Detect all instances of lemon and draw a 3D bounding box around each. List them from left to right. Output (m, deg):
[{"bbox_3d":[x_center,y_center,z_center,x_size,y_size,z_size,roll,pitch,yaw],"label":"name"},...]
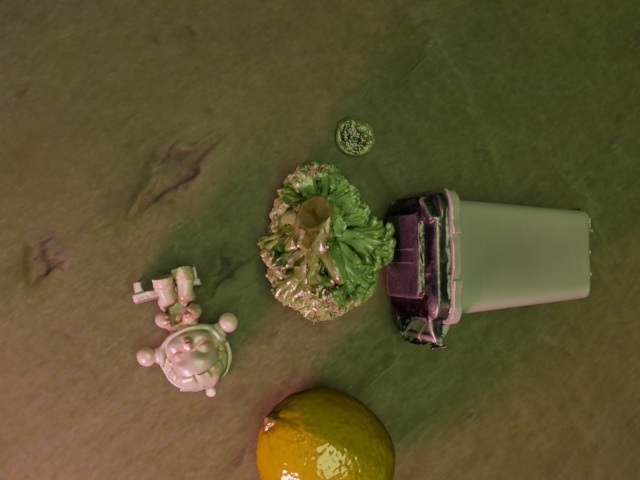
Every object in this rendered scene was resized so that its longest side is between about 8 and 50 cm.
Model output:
[{"bbox_3d":[0.009,0.406,1.658,0.267,0.267,0.268,0,89,-10],"label":"lemon"}]

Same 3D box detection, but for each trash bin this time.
[{"bbox_3d":[0.327,0.052,1.729,0.367,0.256,0.296,0,88,-18],"label":"trash bin"}]

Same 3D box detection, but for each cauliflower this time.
[{"bbox_3d":[0.000,0.000,1.653,0.275,0.250,0.272,38,81,14],"label":"cauliflower"}]

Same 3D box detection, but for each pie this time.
[{"bbox_3d":[0.072,-0.210,1.789,0.085,0.017,0.085,0,90,-10],"label":"pie"}]

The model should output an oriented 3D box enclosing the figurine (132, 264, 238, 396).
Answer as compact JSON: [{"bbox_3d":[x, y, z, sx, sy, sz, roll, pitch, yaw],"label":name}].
[{"bbox_3d":[-0.259,0.183,1.673,0.181,0.144,0.257,-16,90,-30],"label":"figurine"}]
